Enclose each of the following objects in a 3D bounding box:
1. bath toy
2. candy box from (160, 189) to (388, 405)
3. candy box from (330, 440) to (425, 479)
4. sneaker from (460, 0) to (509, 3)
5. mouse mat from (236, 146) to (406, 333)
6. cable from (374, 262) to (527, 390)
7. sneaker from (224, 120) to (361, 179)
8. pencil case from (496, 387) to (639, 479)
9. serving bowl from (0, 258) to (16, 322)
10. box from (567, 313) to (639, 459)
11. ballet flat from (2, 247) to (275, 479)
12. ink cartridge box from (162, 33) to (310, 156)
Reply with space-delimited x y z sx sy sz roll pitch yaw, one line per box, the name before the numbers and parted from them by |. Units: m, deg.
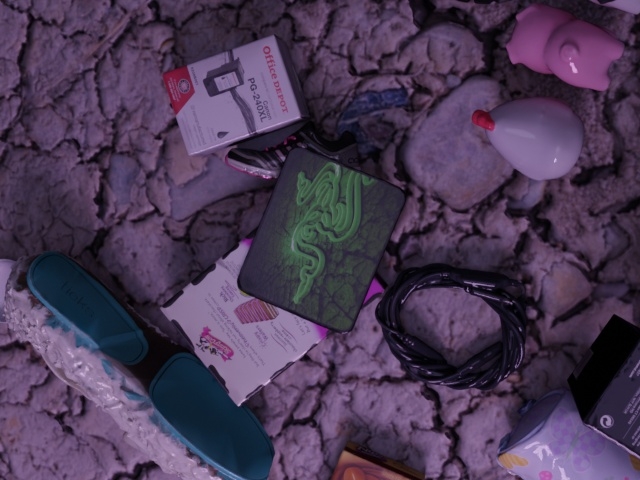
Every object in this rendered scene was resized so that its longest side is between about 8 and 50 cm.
bath toy | 0.276 -0.243 1.253 0.129 0.151 0.348 18 105 -5
candy box | -0.056 0.069 1.349 0.233 0.071 0.159 -38 87 7
candy box | 0.046 0.358 1.359 0.109 0.053 0.186 22 97 6
sneaker | 0.117 -0.359 1.290 0.267 0.101 0.106 22 93 6
mouse mat | 0.000 0.000 1.299 0.153 0.007 0.189 22 93 7
cable | 0.158 0.106 1.339 0.185 0.047 0.150 6 99 5
sneaker | -0.031 -0.110 1.343 0.171 0.063 0.074 4 94 3
pencil case | 0.336 0.300 1.283 0.273 0.113 0.124 43 96 4
serving bowl | -0.405 0.064 1.422 0.083 0.027 0.083 1 94 8
box | 0.357 0.170 1.095 0.184 0.261 0.103 35 97 7
ballet flat | -0.232 0.176 1.363 0.409 0.147 0.147 44 98 1
ink cartridge box | -0.102 -0.177 1.348 0.151 0.063 0.109 -18 90 9
